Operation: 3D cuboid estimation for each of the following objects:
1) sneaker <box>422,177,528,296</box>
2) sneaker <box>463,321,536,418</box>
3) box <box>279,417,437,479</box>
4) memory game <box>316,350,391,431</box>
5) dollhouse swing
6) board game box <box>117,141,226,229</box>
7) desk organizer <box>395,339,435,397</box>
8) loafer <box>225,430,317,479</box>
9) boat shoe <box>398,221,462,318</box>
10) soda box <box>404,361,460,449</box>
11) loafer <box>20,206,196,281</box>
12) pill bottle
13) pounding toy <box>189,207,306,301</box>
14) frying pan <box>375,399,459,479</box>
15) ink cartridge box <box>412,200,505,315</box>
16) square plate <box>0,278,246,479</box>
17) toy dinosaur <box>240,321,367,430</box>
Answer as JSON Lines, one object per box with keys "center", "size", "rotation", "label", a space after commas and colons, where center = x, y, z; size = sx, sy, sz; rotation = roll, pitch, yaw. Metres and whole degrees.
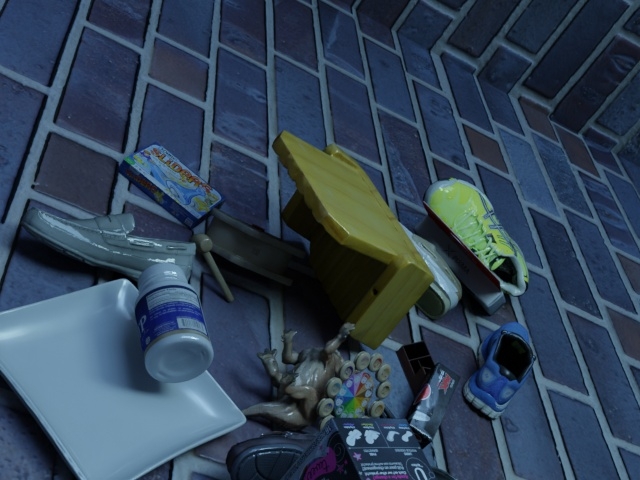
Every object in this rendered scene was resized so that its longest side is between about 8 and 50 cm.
{"center": [0.409, -0.011, 2.495], "size": [0.384, 0.145, 0.147], "rotation": [42, 12, -23], "label": "sneaker"}
{"center": [0.429, 0.265, 2.220], "size": [0.129, 0.147, 0.330], "rotation": [37, 29, 2], "label": "sneaker"}
{"center": [0.038, 0.400, 1.513], "size": [0.163, 0.247, 0.142], "rotation": [9, 38, -39], "label": "box"}
{"center": [0.064, 0.285, 1.785], "size": [0.186, 0.186, 0.012], "rotation": [1, 17, -45], "label": "memory game"}
{"center": [0.000, 0.000, 1.978], "size": [0.304, 0.315, 0.347], "rotation": [5, 42, -41], "label": "dollhouse swing"}
{"center": [-0.312, -0.118, 2.099], "size": [0.201, 0.035, 0.136], "rotation": [38, 30, 3], "label": "board game box"}
{"center": [0.209, 0.268, 2.080], "size": [0.047, 0.050, 0.130], "rotation": [16, 35, -32], "label": "desk organizer"}
{"center": [-0.045, 0.368, 1.645], "size": [0.302, 0.109, 0.095], "rotation": [17, 15, -41], "label": "loafer"}
{"center": [0.213, 0.044, 2.336], "size": [0.103, 0.113, 0.302], "rotation": [-29, 80, -44], "label": "boat shoe"}
{"center": [0.214, 0.324, 1.951], "size": [0.060, 0.053, 0.169], "rotation": [34, 50, -3], "label": "soda box"}
{"center": [-0.372, -0.002, 1.771], "size": [0.319, 0.112, 0.112], "rotation": [23, -4, -30], "label": "loafer"}
{"center": [-0.247, 0.131, 1.638], "size": [0.112, 0.112, 0.187], "rotation": [15, 35, -32], "label": "pill bottle"}
{"center": [-0.172, 0.036, 1.996], "size": [0.269, 0.155, 0.154], "rotation": [25, 2, -38], "label": "pounding toy"}
{"center": [0.170, 0.447, 1.787], "size": [0.326, 0.053, 0.197], "rotation": [42, 30, 13], "label": "frying pan"}
{"center": [0.332, 0.047, 2.403], "size": [0.275, 0.060, 0.239], "rotation": [48, 1, 20], "label": "ink cartridge box"}
{"center": [-0.335, 0.224, 1.575], "size": [0.344, 0.049, 0.347], "rotation": [46, 31, 18], "label": "square plate"}
{"center": [-0.016, 0.270, 1.791], "size": [0.127, 0.200, 0.295], "rotation": [11, 38, 38], "label": "toy dinosaur"}
